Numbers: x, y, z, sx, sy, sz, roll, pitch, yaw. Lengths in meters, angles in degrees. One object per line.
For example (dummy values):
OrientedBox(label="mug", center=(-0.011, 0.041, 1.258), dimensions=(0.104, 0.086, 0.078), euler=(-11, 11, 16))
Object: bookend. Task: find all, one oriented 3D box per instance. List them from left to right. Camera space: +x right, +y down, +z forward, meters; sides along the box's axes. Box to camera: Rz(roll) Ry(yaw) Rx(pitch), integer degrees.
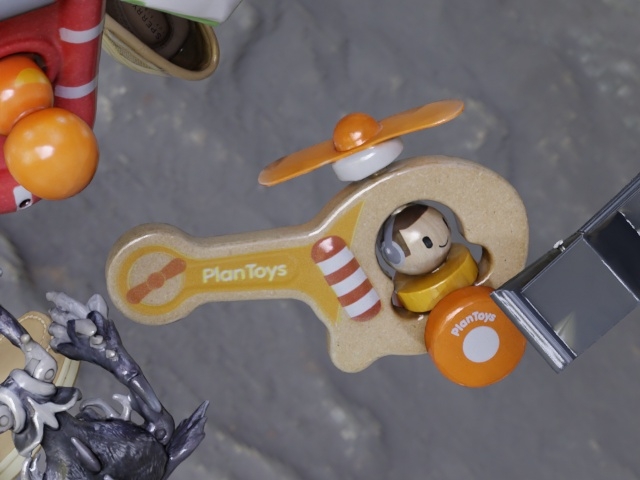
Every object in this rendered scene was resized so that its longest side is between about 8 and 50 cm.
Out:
OrientedBox(label="bookend", center=(0.219, -0.003, 1.117), dimensions=(0.072, 0.156, 0.157), euler=(49, 36, 8))

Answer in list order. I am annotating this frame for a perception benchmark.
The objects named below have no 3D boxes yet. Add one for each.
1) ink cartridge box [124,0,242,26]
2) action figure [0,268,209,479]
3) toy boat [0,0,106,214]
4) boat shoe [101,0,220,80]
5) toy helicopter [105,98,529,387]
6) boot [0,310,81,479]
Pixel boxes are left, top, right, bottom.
OrientedBox(label="ink cartridge box", center=(-0.135, -0.329, 1.005), dimensions=(0.353, 0.207, 0.119), euler=(49, 21, 21))
OrientedBox(label="action figure", center=(-0.176, 0.095, 0.964), dimensions=(0.275, 0.164, 0.141), euler=(55, -15, -30))
OrientedBox(label="toy boat", center=(-0.194, -0.087, 1.042), dimensions=(0.151, 0.231, 0.151), euler=(-24, 66, -24))
OrientedBox(label="boat shoe", center=(-0.198, -0.269, 1.398), dimensions=(0.110, 0.121, 0.341), euler=(29, -14, 48))
OrientedBox(label="toy helicopter", center=(0.000, 0.000, 1.337), dimensions=(0.355, 0.235, 0.140), euler=(-5, 21, -11))
OrientedBox(label="boot", center=(-0.295, 0.099, 1.038), dimensions=(0.095, 0.262, 0.203), euler=(15, -32, 56))
